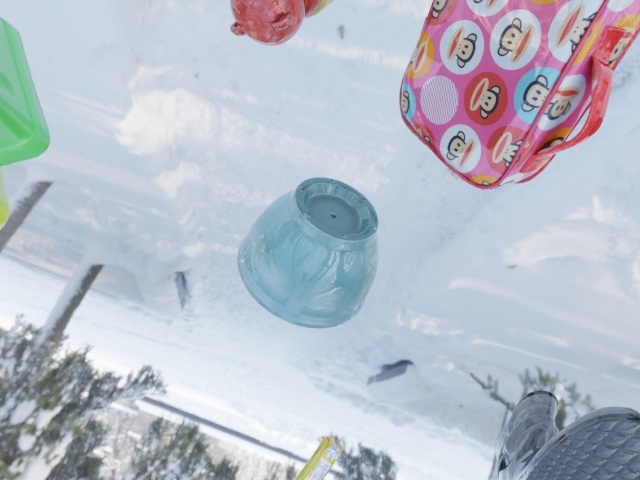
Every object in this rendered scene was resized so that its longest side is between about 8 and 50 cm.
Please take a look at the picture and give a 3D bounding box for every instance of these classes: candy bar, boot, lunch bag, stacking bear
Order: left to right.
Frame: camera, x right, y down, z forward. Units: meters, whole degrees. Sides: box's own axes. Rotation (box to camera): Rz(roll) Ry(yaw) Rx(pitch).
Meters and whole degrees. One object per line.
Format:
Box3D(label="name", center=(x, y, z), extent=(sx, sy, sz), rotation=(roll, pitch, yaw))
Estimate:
Box3D(label="stacking bear", center=(-0.040, -0.420, 0.710), extent=(0.175, 0.289, 0.164), rotation=(13, 152, 27))
Box3D(label="candy bar", center=(-0.028, 0.313, 0.573), extent=(0.040, 0.161, 0.018), rotation=(42, 169, -24))
Box3D(label="lunch bag", center=(0.238, -0.215, 0.567), extent=(0.120, 0.258, 0.293), rotation=(-11, 139, -31))
Box3D(label="boot", center=(0.340, 0.298, 0.686), extent=(0.118, 0.223, 0.338), rotation=(27, 124, 7))

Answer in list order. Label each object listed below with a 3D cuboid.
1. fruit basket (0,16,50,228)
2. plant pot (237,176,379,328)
Box3D(label="fruit basket", center=(-0.599, -0.159, 0.680), extent=(0.391, 0.283, 0.392), rotation=(-22, 168, -5))
Box3D(label="plant pot", center=(0.000, 0.000, 0.931), extent=(0.292, 0.293, 0.196), rotation=(24, 132, -6))
